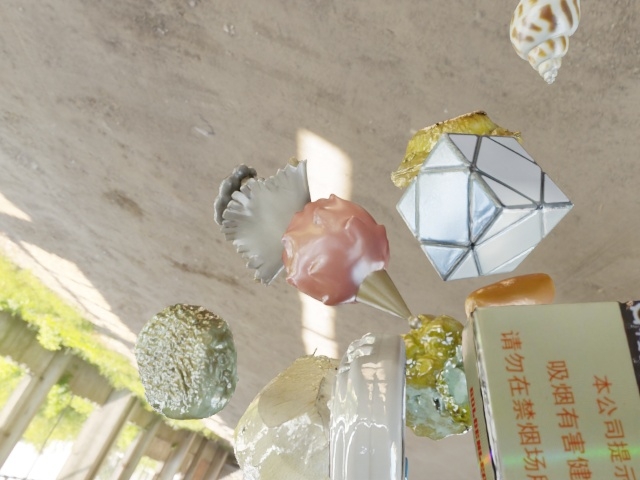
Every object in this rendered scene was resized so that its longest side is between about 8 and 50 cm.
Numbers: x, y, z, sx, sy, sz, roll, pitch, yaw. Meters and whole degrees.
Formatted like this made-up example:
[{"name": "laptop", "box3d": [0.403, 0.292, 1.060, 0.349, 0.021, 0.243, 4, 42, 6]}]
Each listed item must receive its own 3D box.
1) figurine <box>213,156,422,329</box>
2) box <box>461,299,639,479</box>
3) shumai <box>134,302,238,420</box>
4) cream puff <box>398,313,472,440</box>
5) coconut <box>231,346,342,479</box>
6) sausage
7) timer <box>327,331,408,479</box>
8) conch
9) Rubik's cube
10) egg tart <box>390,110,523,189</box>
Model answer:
[{"name": "figurine", "box3d": [0.000, 0.000, 0.859, 0.387, 0.207, 0.166, 27, -166, 31]}, {"name": "box", "box3d": [0.276, 0.147, 0.448, 0.310, 0.198, 0.084, -3, 153, 3]}, {"name": "shumai", "box3d": [-0.239, 0.261, 1.229, 0.260, 0.225, 0.222, 23, 178, 43]}, {"name": "cream puff", "box3d": [0.281, 0.349, 1.561, 0.274, 0.270, 0.323, -11, 116, 31]}, {"name": "coconut", "box3d": [-0.022, 0.460, 1.338, 0.346, 0.346, 0.360, 30, 121, -9]}, {"name": "sausage", "box3d": [0.427, 0.131, 1.316, 0.238, 0.098, 0.098, -13, 166, -20]}, {"name": "timer", "box3d": [0.060, 0.240, 0.697, 0.087, 0.237, 0.262, 0, -176, 9]}, {"name": "conch", "box3d": [0.604, -0.567, 1.577, 0.182, 0.149, 0.275, -4, 111, 22]}, {"name": "Rubik's cube", "box3d": [0.309, -0.066, 1.137, 0.207, 0.205, 0.205, -2, 140, -33]}, {"name": "egg tart", "box3d": [0.420, -0.299, 1.882, 0.443, 0.443, 0.178, -12, 97, 54]}]
